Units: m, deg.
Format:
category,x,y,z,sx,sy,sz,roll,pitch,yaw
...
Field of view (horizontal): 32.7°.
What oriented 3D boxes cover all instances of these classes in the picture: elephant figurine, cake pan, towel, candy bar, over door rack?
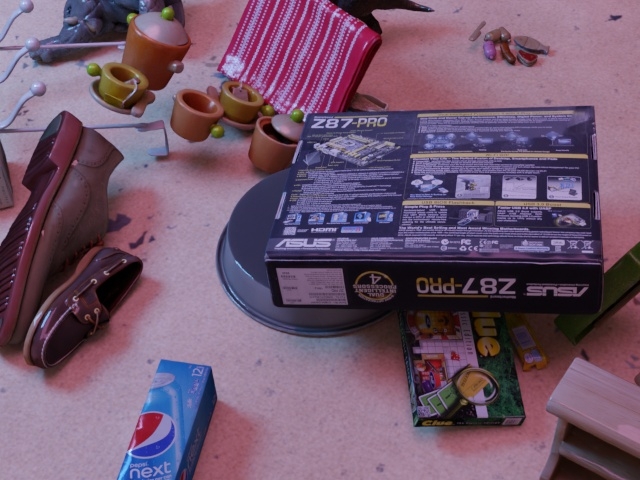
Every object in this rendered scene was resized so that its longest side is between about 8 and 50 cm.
category,x,y,z,sx,sy,sz,roll,pitch,yaw
elephant figurine,-0.357,-0.402,1.829,0.239,0.169,0.186,-2,16,22
cake pan,0.000,0.000,1.494,0.293,0.054,0.293,-2,48,2
towel,-0.039,-0.285,1.681,0.275,0.199,0.031,40,22,33
candy bar,0.248,0.103,1.409,0.040,0.018,0.161,-16,49,-7
over door rack,-0.394,-0.252,1.639,0.324,0.108,0.239,4,42,-24

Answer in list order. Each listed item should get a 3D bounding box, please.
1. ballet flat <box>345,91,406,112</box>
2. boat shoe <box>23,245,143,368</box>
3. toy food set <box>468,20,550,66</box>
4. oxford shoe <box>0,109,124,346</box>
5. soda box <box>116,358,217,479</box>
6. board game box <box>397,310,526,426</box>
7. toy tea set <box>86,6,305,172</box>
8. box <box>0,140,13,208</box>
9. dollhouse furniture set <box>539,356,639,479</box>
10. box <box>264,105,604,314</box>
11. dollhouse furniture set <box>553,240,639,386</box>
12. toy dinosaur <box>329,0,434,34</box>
category,x,y,z,sx,sy,sz,roll,pitch,yaw
ballet flat,0.092,-0.181,1.644,0.206,0.073,0.067,34,59,28
boat shoe,-0.304,0.085,1.416,0.073,0.073,0.207,14,50,18
toy food set,0.307,-0.315,1.795,0.122,0.019,0.078,28,54,16
oxford shoe,-0.349,-0.007,1.476,0.130,0.123,0.348,28,61,-28
soda box,-0.180,0.243,1.264,0.067,0.071,0.210,7,48,9
board game box,0.166,0.109,1.363,0.136,0.030,0.260,1,55,-12
toy tea set,-0.164,-0.232,1.610,0.336,0.124,0.200,22,31,-10
box,-0.592,-0.084,1.573,0.275,0.094,0.113,-15,48,-12
dollhouse furniture set,0.216,0.352,1.019,0.362,0.256,0.394,26,53,24
box,0.150,-0.048,1.381,0.394,0.097,0.318,0,42,11
dollhouse furniture set,0.476,0.074,1.395,0.197,0.151,0.301,47,44,13
toy dinosaur,0.024,-0.389,1.781,0.313,0.160,0.121,10,49,13
